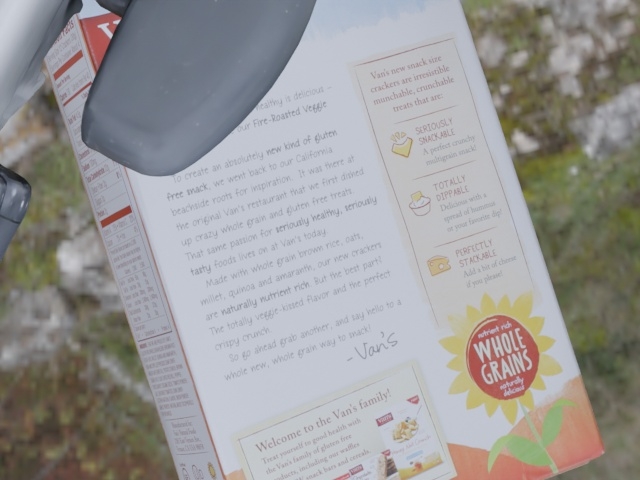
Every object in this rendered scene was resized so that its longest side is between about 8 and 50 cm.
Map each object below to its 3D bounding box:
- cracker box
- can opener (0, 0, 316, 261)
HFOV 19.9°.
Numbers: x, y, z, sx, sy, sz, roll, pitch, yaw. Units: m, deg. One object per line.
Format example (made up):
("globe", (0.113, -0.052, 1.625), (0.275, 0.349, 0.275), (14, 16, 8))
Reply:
("cracker box", (0.000, 0.000, 0.716), (0.155, 0.232, 0.067), (-17, 180, -23))
("can opener", (-0.095, 0.000, 0.493), (0.093, 0.074, 0.280), (31, 89, 4))
